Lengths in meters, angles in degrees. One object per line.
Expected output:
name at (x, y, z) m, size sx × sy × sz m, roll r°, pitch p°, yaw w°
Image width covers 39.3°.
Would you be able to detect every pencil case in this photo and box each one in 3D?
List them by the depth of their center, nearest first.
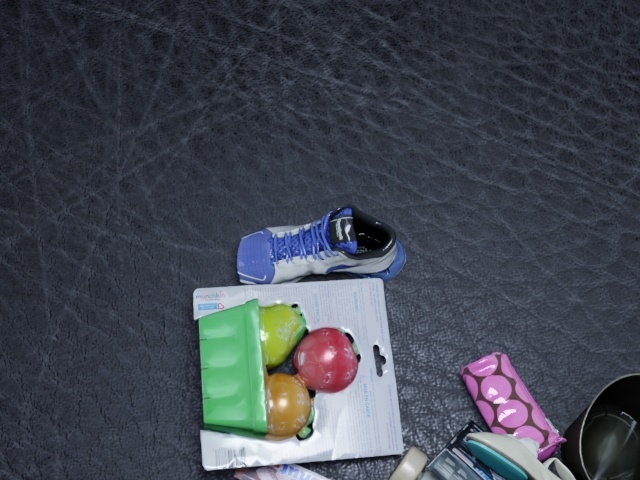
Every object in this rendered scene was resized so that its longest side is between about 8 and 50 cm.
pencil case at (0.331, 0.290, 1.556) m, size 0.098 × 0.095 × 0.209 m, roll -45°, pitch 58°, yaw 24°

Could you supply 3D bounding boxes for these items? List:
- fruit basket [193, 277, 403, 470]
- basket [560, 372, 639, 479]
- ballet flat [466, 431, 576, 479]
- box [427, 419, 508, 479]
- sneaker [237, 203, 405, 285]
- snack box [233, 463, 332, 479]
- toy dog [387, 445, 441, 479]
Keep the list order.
fruit basket at (-0.044, 0.233, 1.601) m, size 0.353 × 0.165 × 0.327 m, roll -2°, pitch 70°, yaw -15°
basket at (0.484, 0.336, 1.479) m, size 0.154 × 0.227 × 0.204 m, roll 26°, pitch 74°, yaw 11°
ballet flat at (0.342, 0.369, 1.442) m, size 0.248 × 0.086 × 0.086 m, roll 42°, pitch 76°, yaw -6°
box at (0.298, 0.410, 1.490) m, size 0.220 × 0.175 × 0.051 m, roll 42°, pitch 110°, yaw 14°
sneaker at (0.001, 0.000, 1.642) m, size 0.316 × 0.182 × 0.127 m, roll -3°, pitch 69°, yaw 1°
snack box at (-0.060, 0.423, 1.580) m, size 0.178 × 0.022 × 0.064 m, roll 22°, pitch 72°, yaw 10°
toy dog at (0.131, 0.502, 1.470) m, size 0.220 × 0.161 × 0.333 m, roll 16°, pitch 72°, yaw 8°
